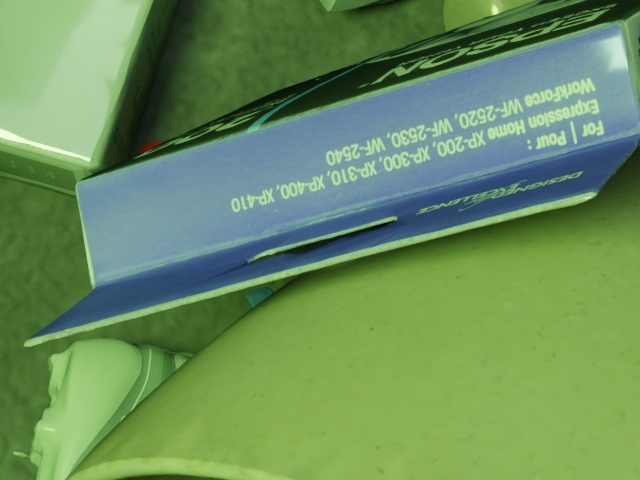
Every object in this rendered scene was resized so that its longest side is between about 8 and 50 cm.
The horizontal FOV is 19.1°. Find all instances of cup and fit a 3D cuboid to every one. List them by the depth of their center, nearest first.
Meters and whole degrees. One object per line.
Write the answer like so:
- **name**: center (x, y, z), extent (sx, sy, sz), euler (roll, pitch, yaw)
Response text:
- **cup**: center (0.106, 0.095, 0.649), extent (0.331, 0.331, 0.237), euler (31, 60, 7)

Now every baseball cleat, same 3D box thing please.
- **baseball cleat**: center (-0.074, 0.140, 0.737), extent (0.109, 0.072, 0.205), euler (10, 77, -6)

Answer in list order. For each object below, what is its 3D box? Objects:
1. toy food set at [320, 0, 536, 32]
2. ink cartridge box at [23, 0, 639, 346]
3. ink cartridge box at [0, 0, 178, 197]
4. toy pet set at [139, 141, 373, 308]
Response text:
- **toy food set**: center (0.066, -0.136, 0.799), extent (0.104, 0.111, 0.232), euler (-14, 61, -31)
- **ink cartridge box**: center (0.027, -0.037, 0.637), extent (0.206, 0.208, 0.045), euler (-15, 101, 29)
- **ink cartridge box**: center (-0.195, -0.180, 0.827), extent (0.296, 0.066, 0.261), euler (15, 75, 2)
- **toy pet set**: center (0.000, 0.000, 0.797), extent (0.122, 0.065, 0.114), euler (-17, 43, -14)
